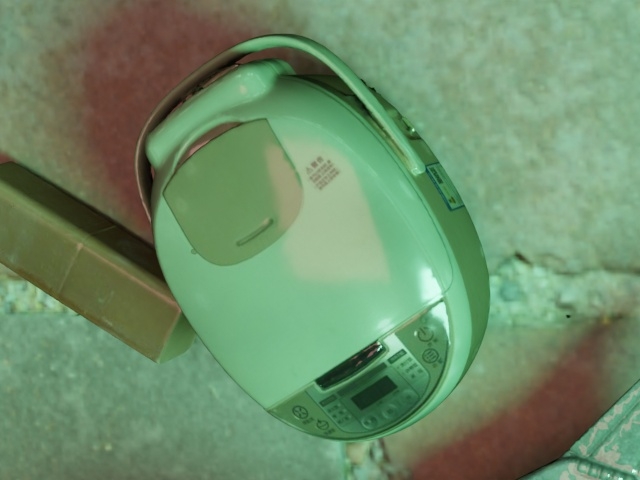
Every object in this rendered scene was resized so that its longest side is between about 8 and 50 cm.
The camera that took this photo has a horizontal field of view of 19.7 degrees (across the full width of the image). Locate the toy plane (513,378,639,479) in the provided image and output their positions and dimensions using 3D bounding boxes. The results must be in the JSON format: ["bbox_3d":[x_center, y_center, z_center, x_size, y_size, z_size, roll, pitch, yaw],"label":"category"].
[{"bbox_3d":[0.119,0.155,0.930,0.267,0.088,0.212,-9,94,32],"label":"toy plane"}]

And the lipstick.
[{"bbox_3d":[-0.132,0.011,1.027,0.145,0.045,0.045,32,108,14],"label":"lipstick"}]

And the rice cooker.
[{"bbox_3d":[0.000,0.000,0.928,0.145,0.127,0.206,-34,82,23],"label":"rice cooker"}]
